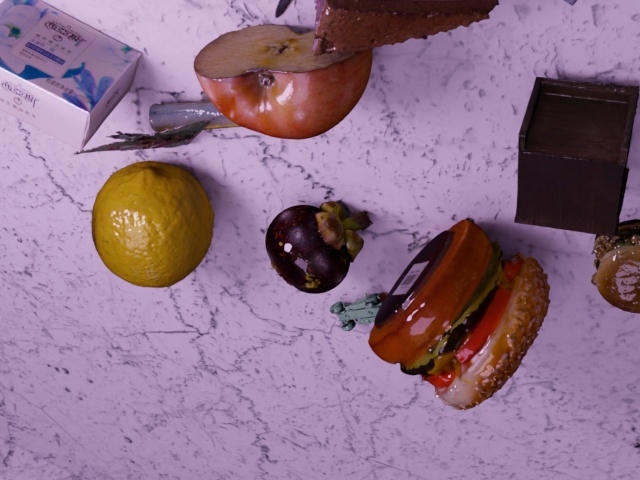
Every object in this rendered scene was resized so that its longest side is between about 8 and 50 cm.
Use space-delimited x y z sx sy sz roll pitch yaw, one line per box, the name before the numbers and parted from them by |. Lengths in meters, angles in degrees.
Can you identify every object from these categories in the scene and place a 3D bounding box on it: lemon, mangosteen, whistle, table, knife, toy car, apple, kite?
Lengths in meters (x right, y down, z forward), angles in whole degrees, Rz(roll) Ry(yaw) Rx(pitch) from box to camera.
lemon | -0.348 -0.026 2.050 0.254 0.253 0.310 19 138 9
mangosteen | 0.000 0.000 1.973 0.217 0.192 0.192 -37 115 4
whistle | -0.183 -0.240 1.887 0.327 0.068 0.057 1 96 28
table | 0.416 -0.142 1.608 0.169 0.172 0.193 9 139 18
knife | -0.046 -0.434 1.668 0.023 0.010 0.170 35 140 -1
toy car | 0.090 0.152 2.153 0.143 0.054 0.073 -16 122 42
apple | -0.052 -0.255 1.668 0.293 0.251 0.163 4 124 24
kite | -0.326 -0.192 1.900 0.323 0.268 0.013 -11 87 20

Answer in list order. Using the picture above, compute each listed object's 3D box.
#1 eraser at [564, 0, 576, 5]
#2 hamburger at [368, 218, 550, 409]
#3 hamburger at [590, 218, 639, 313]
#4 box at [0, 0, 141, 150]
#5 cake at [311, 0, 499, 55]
eraser | 0.389 -0.441 1.415 0.092 0.046 0.212 32 138 -5
hamburger | 0.269 0.141 1.856 0.250 0.330 0.330 38 137 -5
hamburger | 0.555 0.039 1.750 0.159 0.131 0.185 -27 112 38
box | -0.514 -0.324 1.867 0.274 0.203 0.116 28 138 0
cake | 0.119 -0.370 1.509 0.296 0.115 0.112 -8 154 7
